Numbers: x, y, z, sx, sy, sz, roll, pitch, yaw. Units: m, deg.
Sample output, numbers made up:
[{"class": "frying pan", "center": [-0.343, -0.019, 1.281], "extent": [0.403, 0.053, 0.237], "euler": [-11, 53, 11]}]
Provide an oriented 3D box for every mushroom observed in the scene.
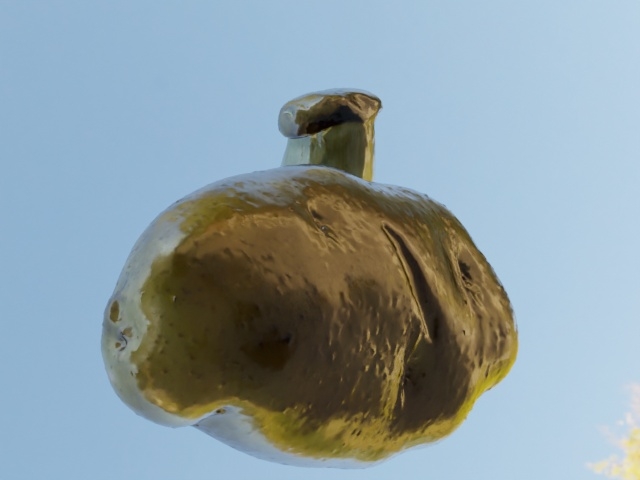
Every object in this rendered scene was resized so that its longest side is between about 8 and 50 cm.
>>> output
[{"class": "mushroom", "center": [-0.003, 0.001, 1.002], "extent": [0.107, 0.087, 0.333], "euler": [-20, -43, -32]}]

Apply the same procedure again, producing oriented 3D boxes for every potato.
[{"class": "potato", "center": [0.001, 0.052, 0.716], "extent": [0.369, 0.176, 0.195], "euler": [6, -73, -53]}]
